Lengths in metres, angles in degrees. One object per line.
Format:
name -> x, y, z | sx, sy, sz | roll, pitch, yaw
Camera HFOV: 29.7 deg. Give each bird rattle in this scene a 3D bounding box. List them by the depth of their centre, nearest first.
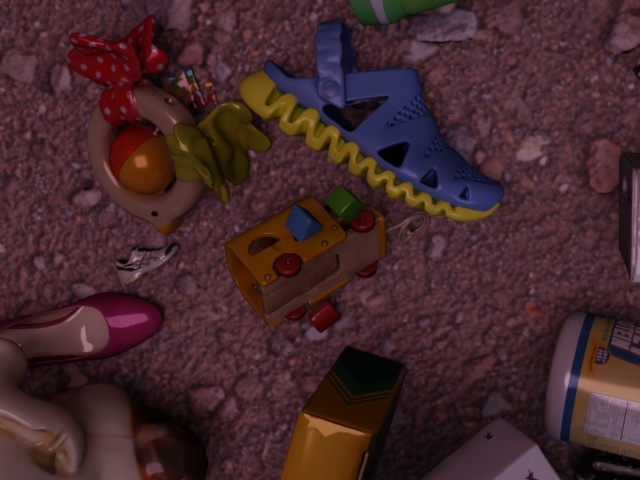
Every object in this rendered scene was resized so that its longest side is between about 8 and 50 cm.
bird rattle -> -0.199, -0.117, 1.372 | 0.253, 0.143, 0.207 | 35, 125, 4

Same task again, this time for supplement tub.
supplement tub -> 0.350, 0.163, 1.298 | 0.200, 0.144, 0.144 | 11, 101, 17

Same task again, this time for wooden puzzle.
wooden puzzle -> -0.165, -0.173, 1.419 | 0.083, 0.006, 0.049 | -20, 95, 12

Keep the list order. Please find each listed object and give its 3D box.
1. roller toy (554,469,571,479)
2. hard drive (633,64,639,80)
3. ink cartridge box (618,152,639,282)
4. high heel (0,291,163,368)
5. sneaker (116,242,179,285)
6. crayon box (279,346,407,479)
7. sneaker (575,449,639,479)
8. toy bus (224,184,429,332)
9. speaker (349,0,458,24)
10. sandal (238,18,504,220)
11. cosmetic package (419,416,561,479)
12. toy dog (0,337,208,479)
roller toy -> 0.235, 0.354, 1.333 | 0.146, 0.209, 0.191 | -12, 57, 11
hard drive -> 0.422, -0.185, 1.305 | 0.135, 0.022, 0.094 | -34, 91, 13
ink cartridge box -> 0.451, -0.021, 1.233 | 0.278, 0.201, 0.117 | 3, 99, 10
high heel -> -0.314, 0.114, 1.433 | 0.244, 0.117, 0.082 | -4, 98, 11
sneaker -> -0.209, 0.020, 1.443 | 0.083, 0.032, 0.037 | -30, 93, 12
crayon box -> 0.011, 0.253, 1.291 | 0.083, 0.323, 0.203 | 17, 101, 7
sneaker -> 0.390, 0.302, 1.359 | 0.209, 0.081, 0.094 | 13, 124, 22
toy bus -> -0.010, 0.003, 1.365 | 0.104, 0.202, 0.191 | 48, 113, 31
speaker -> 0.169, -0.321, 1.275 | 0.297, 0.131, 0.131 | -15, 96, 12
sandal -> 0.069, -0.133, 1.329 | 0.317, 0.126, 0.138 | 32, 99, 2
cosmetic package -> 0.111, 0.394, 1.127 | 0.377, 0.097, 0.284 | -38, 105, -7
toy dog -> -0.317, 0.291, 1.325 | 0.395, 0.408, 0.284 | 48, 131, 22
